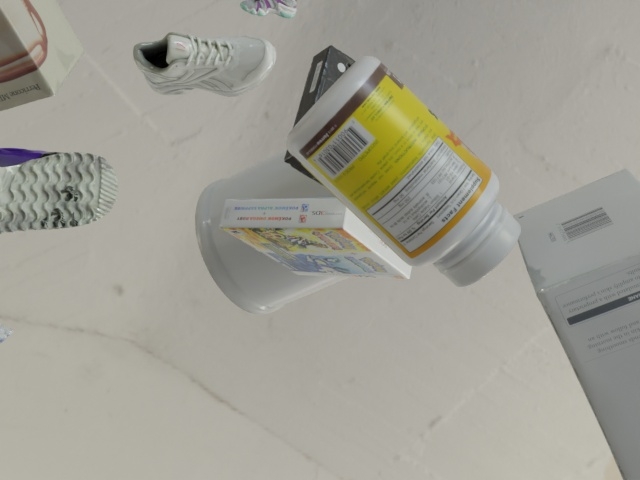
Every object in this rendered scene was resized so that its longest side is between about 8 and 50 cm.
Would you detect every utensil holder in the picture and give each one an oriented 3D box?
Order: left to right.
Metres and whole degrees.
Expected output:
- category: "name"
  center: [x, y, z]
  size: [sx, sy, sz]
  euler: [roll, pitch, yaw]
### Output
- category: "utensil holder"
  center: [-0.025, -0.053, 1.830]
  size: [0.386, 0.327, 0.327]
  euler: [-25, -54, 27]

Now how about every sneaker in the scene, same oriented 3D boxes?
- category: "sneaker"
  center: [-0.388, -0.055, 0.925]
  size: [0.293, 0.102, 0.146]
  euler: [1, 6, -35]
- category: "sneaker"
  center: [-0.186, -0.279, 1.301]
  size: [0.232, 0.090, 0.115]
  euler: [-5, -13, 17]
- category: "sneaker"
  center: [-0.080, -0.398, 1.352]
  size: [0.098, 0.038, 0.069]
  euler: [-6, -53, -31]

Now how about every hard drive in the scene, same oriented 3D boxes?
- category: "hard drive"
  center: [0.104, -0.167, 1.526]
  size: [0.339, 0.236, 0.064]
  euler: [28, -29, -28]

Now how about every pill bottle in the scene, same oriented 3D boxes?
- category: "pill bottle"
  center: [0.080, -0.058, 0.772]
  size: [0.215, 0.117, 0.117]
  euler: [43, -53, -9]

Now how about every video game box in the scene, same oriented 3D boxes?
- category: "video game box"
  center: [0.000, 0.000, 1.120]
  size: [0.187, 0.048, 0.205]
  euler: [-2, -21, 31]

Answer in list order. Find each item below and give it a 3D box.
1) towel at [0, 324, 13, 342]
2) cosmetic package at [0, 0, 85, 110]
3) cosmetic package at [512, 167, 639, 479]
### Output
- category: "towel"
  center: [-0.466, 0.136, 0.817]
  size: [0.209, 0.034, 0.285]
  euler: [31, -65, -32]
- category: "cosmetic package"
  center: [-0.447, -0.317, 1.052]
  size: [0.153, 0.129, 0.296]
  euler: [-13, -52, 18]
- category: "cosmetic package"
  center: [0.300, 0.078, 0.812]
  size: [0.138, 0.224, 0.224]
  euler: [-23, -75, 14]
